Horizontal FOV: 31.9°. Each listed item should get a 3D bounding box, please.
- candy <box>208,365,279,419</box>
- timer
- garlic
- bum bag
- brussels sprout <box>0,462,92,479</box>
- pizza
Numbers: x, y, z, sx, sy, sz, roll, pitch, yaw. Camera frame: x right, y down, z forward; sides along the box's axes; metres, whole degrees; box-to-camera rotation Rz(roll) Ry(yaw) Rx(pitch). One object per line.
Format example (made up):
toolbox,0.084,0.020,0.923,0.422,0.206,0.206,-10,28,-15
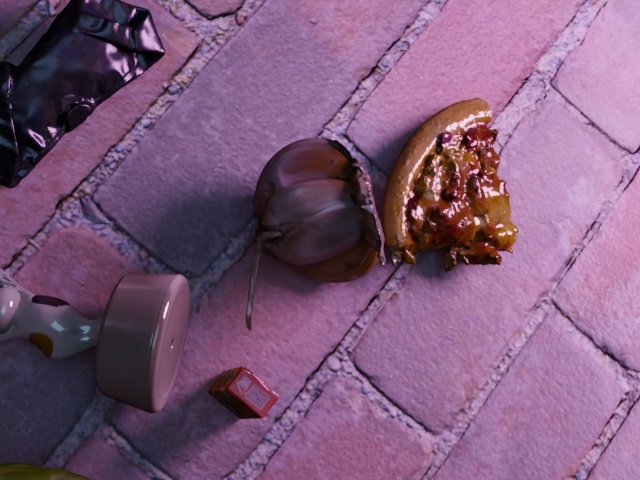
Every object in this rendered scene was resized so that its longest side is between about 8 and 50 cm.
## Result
candy,-0.100,0.198,1.444,0.062,0.122,0.038,41,71,-7
timer,-0.312,0.107,1.401,0.266,0.175,0.175,10,78,4
garlic,0.000,0.000,1.455,0.207,0.207,0.257,30,58,-10
bum bag,-0.344,-0.209,1.461,0.310,0.074,0.137,-44,107,-13
brussels sprout,-0.354,0.408,1.255,0.354,0.281,0.289,-28,121,-1
pizza,0.205,-0.060,1.591,0.229,0.081,0.289,44,61,-17
